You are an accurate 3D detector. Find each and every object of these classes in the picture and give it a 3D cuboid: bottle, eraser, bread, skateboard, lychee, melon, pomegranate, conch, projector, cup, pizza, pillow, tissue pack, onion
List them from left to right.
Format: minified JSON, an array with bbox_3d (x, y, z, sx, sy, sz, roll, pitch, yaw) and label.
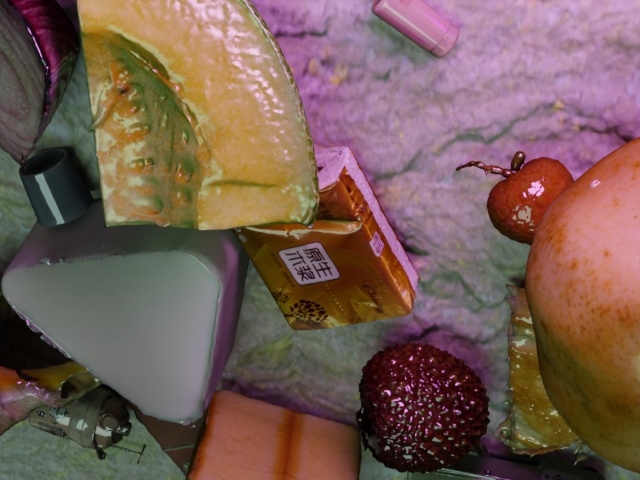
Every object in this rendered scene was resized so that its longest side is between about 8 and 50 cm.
[{"bbox_3d":[-0.446,0.148,2.077,0.186,0.324,0.263,53,149,36],"label":"conch"},{"bbox_3d":[-0.368,-0.247,1.748,0.247,0.111,0.250,53,149,7],"label":"onion"},{"bbox_3d":[-0.353,-0.073,1.921,0.100,0.078,0.077,18,138,49],"label":"cup"},{"bbox_3d":[-0.348,0.259,2.190,0.152,0.099,0.099,17,134,9],"label":"bottle"},{"bbox_3d":[-0.313,0.332,2.293,0.083,0.032,0.064,12,143,13],"label":"skateboard"},{"bbox_3d":[-0.221,0.095,1.967,0.331,0.150,0.331,10,130,12],"label":"eraser"},{"bbox_3d":[-0.174,-0.177,1.665,0.331,0.226,0.343,11,110,42],"label":"melon"},{"bbox_3d":[-0.189,0.303,2.209,0.126,0.043,0.232,-17,121,31],"label":"pillow"},{"bbox_3d":[-0.100,0.427,2.107,0.233,0.245,0.362,16,120,-4],"label":"bread"},{"bbox_3d":[0.000,0.000,1.838,0.183,0.092,0.226,-11,127,28],"label":"tissue pack"},{"bbox_3d":[0.105,-0.242,1.614,0.096,0.045,0.045,35,133,-13],"label":"bottle"},{"bbox_3d":[0.133,0.220,1.930,0.188,0.188,0.188,10,133,11],"label":"lychee"},{"bbox_3d":[0.259,0.373,2.074,0.269,0.088,0.193,10,134,13],"label":"projector"},{"bbox_3d":[0.234,-0.049,1.698,0.140,0.101,0.114,34,132,-9],"label":"lychee"},{"bbox_3d":[0.307,0.185,1.906,0.280,0.075,0.288,34,135,-5],"label":"pizza"},{"bbox_3d":[0.413,0.071,1.538,0.416,0.417,0.417,10,133,11],"label":"pomegranate"}]
